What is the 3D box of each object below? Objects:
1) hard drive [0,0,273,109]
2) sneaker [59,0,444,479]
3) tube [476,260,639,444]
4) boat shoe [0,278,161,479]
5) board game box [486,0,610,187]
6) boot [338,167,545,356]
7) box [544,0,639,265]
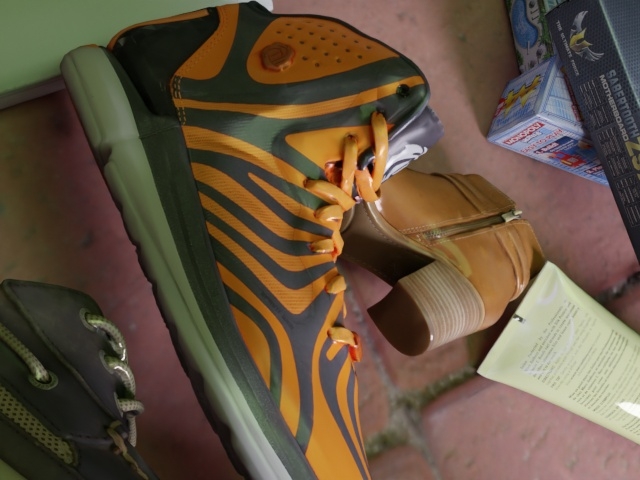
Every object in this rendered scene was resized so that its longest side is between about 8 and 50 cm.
[{"bbox_3d":[-0.194,-0.181,0.583,0.308,0.040,0.203,-27,89,-36],"label":"hard drive"},{"bbox_3d":[0.000,0.000,0.521,0.180,0.124,0.321,-23,75,-11],"label":"sneaker"},{"bbox_3d":[0.230,0.108,0.737,0.240,0.062,0.070,30,53,-20],"label":"tube"},{"bbox_3d":[-0.137,0.076,0.443,0.355,0.132,0.130,36,49,0],"label":"boat shoe"},{"bbox_3d":[0.217,-0.129,0.812,0.194,0.060,0.194,1,73,-33],"label":"board game box"},{"bbox_3d":[0.064,-0.028,0.683,0.152,0.073,0.197,-25,87,-44],"label":"boot"},{"bbox_3d":[0.288,-0.090,0.769,0.183,0.059,0.232,-17,85,-33],"label":"box"}]
